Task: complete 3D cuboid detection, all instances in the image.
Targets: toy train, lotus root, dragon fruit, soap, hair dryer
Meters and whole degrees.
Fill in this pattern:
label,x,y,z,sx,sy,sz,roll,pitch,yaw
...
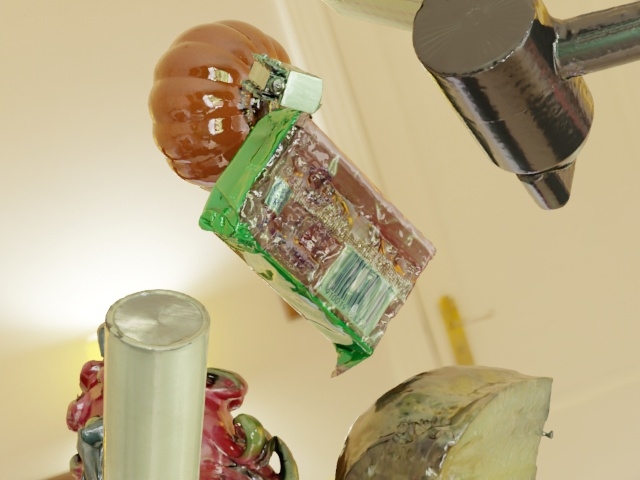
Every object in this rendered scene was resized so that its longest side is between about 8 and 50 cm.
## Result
label,x,y,z,sx,sy,sz,roll,pitch,yaw
toy train,-0.032,-0.126,1.133,0.053,0.033,0.083,15,10,-16
lotus root,0.093,0.251,1.351,0.149,0.267,0.260,11,3,32
dragon fruit,-0.162,0.224,1.669,0.273,0.198,0.218,10,-49,-6
soap,0.002,0.000,1.632,0.098,0.273,0.218,6,59,53
hair dryer,0.262,-0.145,1.222,0.302,0.116,0.244,-10,-30,26

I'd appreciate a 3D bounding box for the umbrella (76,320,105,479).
label,x,y,z,sx,sy,sz,roll,pitch,yaw
umbrella,-0.169,0.242,1.297,0.094,0.349,0.143,-8,8,-5

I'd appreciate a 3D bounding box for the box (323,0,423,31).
label,x,y,z,sx,sy,sz,roll,pitch,yaw
box,0.018,-0.289,1.425,0.187,0.047,0.335,20,-3,34

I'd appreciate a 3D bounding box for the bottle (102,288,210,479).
label,x,y,z,sx,sy,sz,roll,pitch,yaw
bottle,-0.119,0.136,1.011,0.072,0.201,0.072,5,32,-3

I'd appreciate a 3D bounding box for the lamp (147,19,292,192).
label,x,y,z,sx,sy,sz,roll,pitch,yaw
lamp,-0.116,-0.168,1.796,0.196,0.223,0.223,1,11,36
